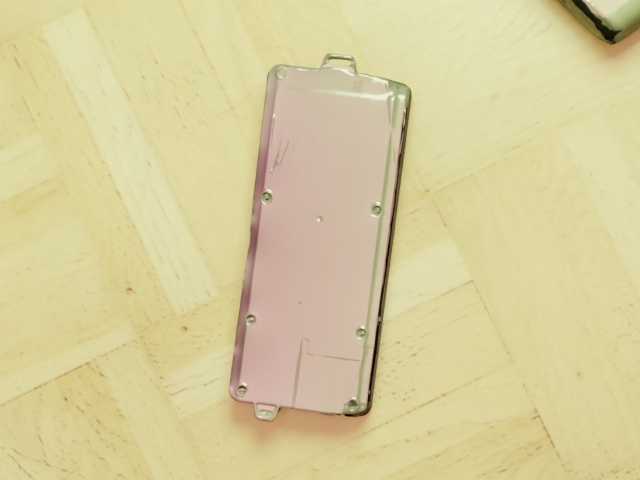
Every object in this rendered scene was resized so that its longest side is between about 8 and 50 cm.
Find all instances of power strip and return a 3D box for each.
[{"bbox_3d":[0.000,0.000,1.499,0.109,0.037,0.278,7,88,5],"label":"power strip"}]

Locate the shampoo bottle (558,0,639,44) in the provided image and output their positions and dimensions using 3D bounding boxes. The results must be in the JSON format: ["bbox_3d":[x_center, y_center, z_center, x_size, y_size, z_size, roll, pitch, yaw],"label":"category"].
[{"bbox_3d":[0.268,-0.286,1.472,0.284,0.071,0.153,-42,83,0],"label":"shampoo bottle"}]
